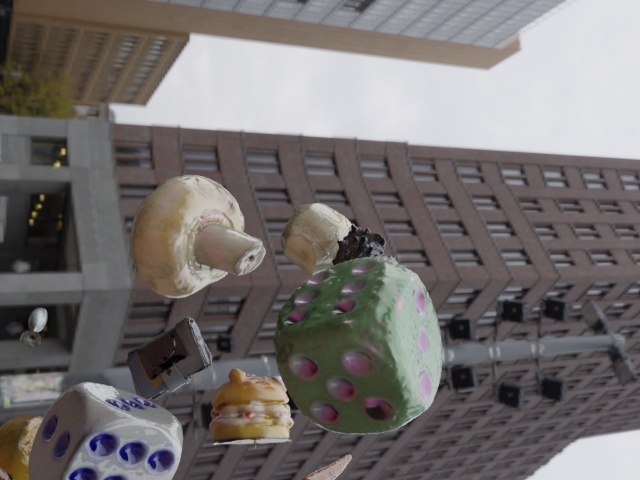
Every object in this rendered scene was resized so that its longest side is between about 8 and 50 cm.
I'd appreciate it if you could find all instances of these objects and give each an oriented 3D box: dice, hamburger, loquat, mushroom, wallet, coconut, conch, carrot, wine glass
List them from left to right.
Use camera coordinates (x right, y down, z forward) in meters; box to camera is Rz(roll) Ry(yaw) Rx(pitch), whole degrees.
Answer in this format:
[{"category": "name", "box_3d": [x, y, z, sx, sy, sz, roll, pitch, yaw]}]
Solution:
[{"category": "loquat", "box_3d": [-0.913, 0.643, 2.342, 0.234, 0.176, 0.187, -79, 148, -49]}, {"category": "wine glass", "box_3d": [-0.924, 0.278, 2.446, 0.198, 0.066, 0.066, -125, -139, -67]}, {"category": "dice", "box_3d": [-0.494, 0.482, 1.748, 0.251, 0.259, 0.243, 15, -102, 56]}, {"category": "wallet", "box_3d": [-0.425, 0.332, 2.100, 0.231, 0.069, 0.170, -30, -109, 14]}, {"category": "mushroom", "box_3d": [-0.352, 0.013, 2.100, 0.325, 0.353, 0.353, -42, -140, 7]}, {"category": "hamburger", "box_3d": [-0.222, 0.534, 2.409, 0.276, 0.276, 0.237, 142, -52, -58]}, {"category": "coconut", "box_3d": [0.000, 0.000, 2.678, 0.247, 0.245, 0.245, 30, -54, 14]}, {"category": "carrot", "box_3d": [0.013, 0.759, 2.438, 0.069, 0.336, 0.069, 4, -82, 30]}, {"category": "dice", "box_3d": [0.097, 0.247, 1.819, 0.318, 0.322, 0.330, -10, -64, 27]}, {"category": "conch", "box_3d": [0.157, 0.091, 2.479, 0.186, 0.240, 0.313, -88, 164, -61]}]

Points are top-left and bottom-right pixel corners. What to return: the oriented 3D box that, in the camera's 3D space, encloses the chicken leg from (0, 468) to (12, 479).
[{"category": "chicken leg", "box_3d": [-0.572, 0.353, 1.205, 0.093, 0.113, 0.304, -25, -85, 38]}]
